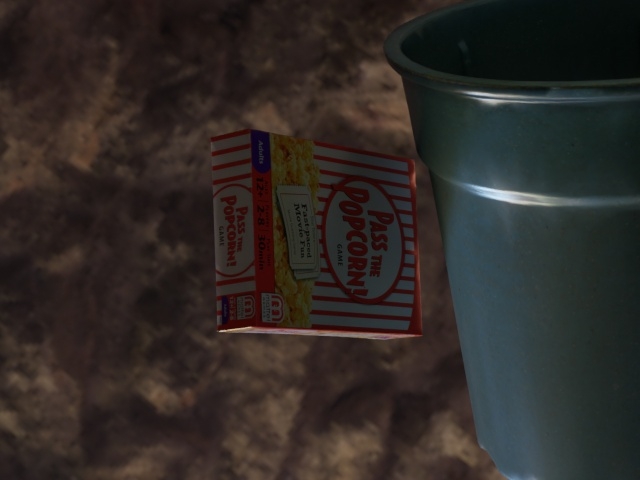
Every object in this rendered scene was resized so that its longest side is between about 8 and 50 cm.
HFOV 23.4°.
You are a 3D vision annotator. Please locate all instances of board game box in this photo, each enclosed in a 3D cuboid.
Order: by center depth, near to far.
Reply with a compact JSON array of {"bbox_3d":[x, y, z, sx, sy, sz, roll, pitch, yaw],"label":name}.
[{"bbox_3d":[0.000,0.000,1.189,0.193,0.045,0.146,6,-101,-48],"label":"board game box"}]

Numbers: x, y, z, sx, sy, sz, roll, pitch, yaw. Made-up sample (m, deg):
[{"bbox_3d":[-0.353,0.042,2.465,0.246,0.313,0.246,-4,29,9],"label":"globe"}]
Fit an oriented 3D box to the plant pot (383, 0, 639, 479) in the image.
[{"bbox_3d":[0.233,-0.002,1.163,0.341,0.341,0.334,-26,-63,-42],"label":"plant pot"}]
